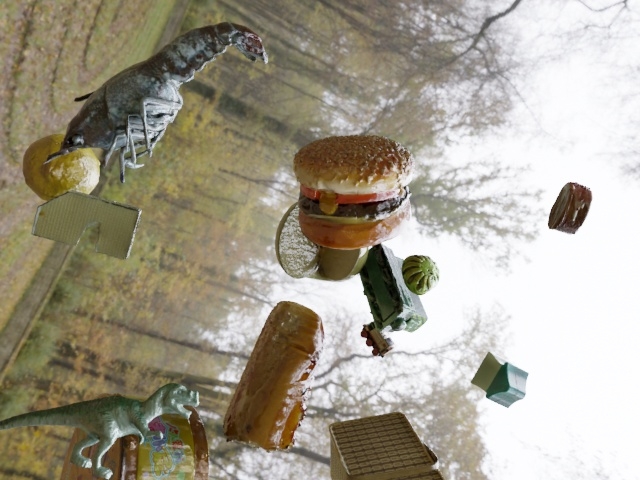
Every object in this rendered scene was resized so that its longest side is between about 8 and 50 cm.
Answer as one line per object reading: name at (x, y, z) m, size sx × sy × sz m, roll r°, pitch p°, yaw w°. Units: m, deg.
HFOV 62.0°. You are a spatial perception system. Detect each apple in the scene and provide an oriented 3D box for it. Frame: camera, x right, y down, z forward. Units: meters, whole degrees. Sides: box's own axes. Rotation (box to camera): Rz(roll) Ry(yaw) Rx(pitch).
apple at (0.007, 0.003, 1.715) m, size 0.233 × 0.296 × 0.257 m, roll 64°, pitch 30°, yaw -82°

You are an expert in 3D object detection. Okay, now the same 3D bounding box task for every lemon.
lemon at (-0.711, -0.196, 1.467) m, size 0.192 × 0.193 × 0.231 m, roll -67°, pitch -168°, yaw 0°

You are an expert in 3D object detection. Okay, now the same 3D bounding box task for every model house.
model house at (0.549, 0.425, 1.597) m, size 0.127 × 0.101 × 0.149 m, roll -61°, pitch -160°, yaw 4°

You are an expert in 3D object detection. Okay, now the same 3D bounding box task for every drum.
drum at (-0.452, 0.578, 1.265) m, size 0.431 × 0.214 × 0.430 m, roll -28°, pitch -128°, yaw 44°

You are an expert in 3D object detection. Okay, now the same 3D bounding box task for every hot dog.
hot dog at (-0.104, 0.341, 1.400) m, size 0.367 × 0.196 × 0.365 m, roll 146°, pitch -36°, yaw -77°

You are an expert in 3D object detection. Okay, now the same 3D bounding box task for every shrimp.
shrimp at (-0.286, -0.246, 0.929) m, size 0.410 × 0.166 × 0.221 m, roll -43°, pitch -138°, yaw 6°

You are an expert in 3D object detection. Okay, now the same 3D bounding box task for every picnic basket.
picnic basket at (0.159, 0.586, 1.312) m, size 0.313 × 0.228 × 0.175 m, roll -123°, pitch -150°, yaw -68°

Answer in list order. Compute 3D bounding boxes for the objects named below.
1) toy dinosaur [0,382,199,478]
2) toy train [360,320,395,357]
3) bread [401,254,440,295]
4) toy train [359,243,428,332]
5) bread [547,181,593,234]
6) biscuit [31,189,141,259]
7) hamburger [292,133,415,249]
toy dinosaur at (-0.382, 0.319, 0.842) m, size 0.076 × 0.384 × 0.129 m, roll 90°, pitch -10°, yaw -61°
toy train at (0.201, 0.347, 1.896) m, size 0.087 × 0.050 × 0.137 m, roll -45°, pitch -113°, yaw 33°
bread at (0.310, 0.099, 1.624) m, size 0.071 × 0.139 × 0.129 m, roll -44°, pitch -121°, yaw 46°
toy train at (0.235, 0.156, 1.701) m, size 0.138 × 0.178 × 0.330 m, roll -49°, pitch -144°, yaw 30°
bread at (0.743, -0.095, 1.585) m, size 0.160 × 0.073 × 0.160 m, roll 20°, pitch 90°, yaw -81°
biscuit at (-0.607, -0.046, 1.391) m, size 0.046 × 0.250 × 0.147 m, roll -123°, pitch -130°, yaw -72°
hamburger at (0.087, -0.145, 1.417) m, size 0.330 × 0.331 × 0.249 m, roll -104°, pitch -174°, yaw -61°
